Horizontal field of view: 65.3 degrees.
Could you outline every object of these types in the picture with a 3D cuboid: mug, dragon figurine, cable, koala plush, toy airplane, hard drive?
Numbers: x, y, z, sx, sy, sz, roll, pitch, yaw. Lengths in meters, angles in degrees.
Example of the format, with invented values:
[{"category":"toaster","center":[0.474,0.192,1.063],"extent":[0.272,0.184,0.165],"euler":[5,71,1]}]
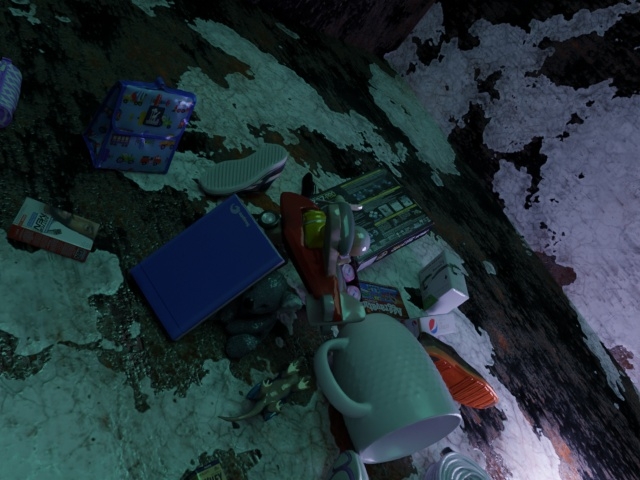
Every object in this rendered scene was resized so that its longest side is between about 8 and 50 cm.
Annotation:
[{"category":"mug","center":[0.138,0.362,1.297],"extent":[0.374,0.276,0.328],"euler":[17,38,-40]},{"category":"dragon figurine","center":[-0.118,0.373,1.202],"extent":[0.289,0.144,0.085],"euler":[-33,79,-35]},{"category":"cable","center":[0.392,0.712,1.347],"extent":[0.257,0.089,0.257],"euler":[24,38,-25]},{"category":"koala plush","center":[-0.158,0.150,1.281],"extent":[0.196,0.221,0.203],"euler":[51,35,12]},{"category":"toy airplane","center":[0.025,0.053,1.343],"extent":[0.273,0.386,0.384],"euler":[-23,107,-17]},{"category":"hard drive","center":[-0.276,0.061,1.209],"extent":[0.210,0.319,0.040],"euler":[53,-1,14]}]

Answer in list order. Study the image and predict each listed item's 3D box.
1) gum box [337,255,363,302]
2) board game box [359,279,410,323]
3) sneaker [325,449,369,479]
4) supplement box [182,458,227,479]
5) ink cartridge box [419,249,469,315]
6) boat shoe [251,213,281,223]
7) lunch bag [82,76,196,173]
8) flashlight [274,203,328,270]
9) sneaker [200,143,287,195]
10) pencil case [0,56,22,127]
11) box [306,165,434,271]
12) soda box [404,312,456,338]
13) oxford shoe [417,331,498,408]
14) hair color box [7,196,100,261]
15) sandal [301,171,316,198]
[{"category":"gum box","center":[0.060,0.113,1.577],"extent":[0.062,0.107,0.188],"euler":[-6,81,-40]},{"category":"board game box","center":[0.186,0.209,1.734],"extent":[0.281,0.027,0.145],"euler":[14,45,-35]},{"category":"sneaker","center":[0.089,0.639,1.129],"extent":[0.152,0.114,0.305],"euler":[32,38,-39]},{"category":"supplement box","center":[-0.223,0.490,0.973],"extent":[0.056,0.083,0.083],"euler":[-5,55,-49]},{"category":"ink cartridge box","center":[0.475,0.169,1.948],"extent":[0.093,0.160,0.219],"euler":[29,36,-20]},{"category":"boat shoe","center":[-0.188,-0.071,1.649],"extent":[0.133,0.042,0.048],"euler":[10,48,-37]},{"category":"lunch bag","center":[-0.498,-0.339,1.403],"extent":[0.221,0.293,0.138],"euler":[-2,54,-46]},{"category":"flashlight","center":[-0.074,-0.012,1.562],"extent":[0.304,0.103,0.103],"euler":[-29,111,-27]},{"category":"sneaker","center":[-0.251,-0.207,1.676],"extent":[0.321,0.127,0.126],"euler":[-27,66,-28]},{"category":"pencil case","center":[-0.833,-0.385,1.301],"extent":[0.086,0.088,0.206],"euler":[15,44,-37]},{"category":"box","center":[0.176,-0.086,1.843],"extent":[0.395,0.097,0.318],"euler":[-27,69,-30]},{"category":"soda box","center":[0.395,0.305,1.783],"extent":[0.216,0.069,0.073],"euler":[2,76,-43]},{"category":"oxford shoe","center":[0.460,0.430,1.666],"extent":[0.364,0.130,0.132],"euler":[41,30,-18]},{"category":"hair color box","center":[-0.615,-0.024,1.161],"extent":[0.167,0.053,0.093],"euler":[24,38,-27]},{"category":"sandal","center":[-0.040,-0.197,1.914],"extent":[0.040,0.067,0.179],"euler":[38,30,-28]}]
